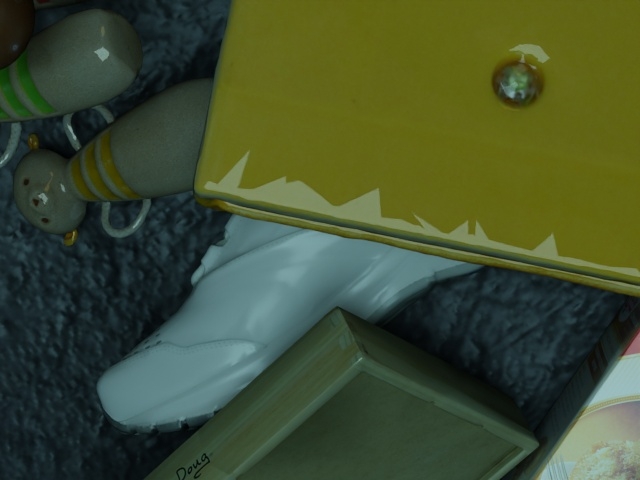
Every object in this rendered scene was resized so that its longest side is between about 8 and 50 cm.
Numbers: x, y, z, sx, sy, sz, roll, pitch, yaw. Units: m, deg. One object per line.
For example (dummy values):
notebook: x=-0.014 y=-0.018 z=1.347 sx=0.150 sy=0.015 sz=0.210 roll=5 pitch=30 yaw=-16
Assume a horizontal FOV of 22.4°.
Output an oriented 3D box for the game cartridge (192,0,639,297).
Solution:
game cartridge: x=0.108 y=-0.147 z=0.793 sx=0.285 sy=0.053 sz=0.324 roll=12 pitch=81 yaw=1

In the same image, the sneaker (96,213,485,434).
sneaker: x=0.000 y=0.000 z=0.866 sx=0.297 sy=0.111 sz=0.129 roll=-34 pitch=86 yaw=4

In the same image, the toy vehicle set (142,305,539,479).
toy vehicle set: x=-0.030 y=0.157 z=0.862 sx=0.267 sy=0.035 sz=0.166 roll=-43 pitch=138 yaw=15

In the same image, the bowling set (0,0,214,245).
bowling set: x=-0.171 y=-0.123 z=0.787 sx=0.154 sy=0.200 sz=0.287 roll=-19 pitch=95 yaw=28

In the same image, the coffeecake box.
coffeecake box: x=0.184 y=0.141 z=0.888 sx=0.142 sy=0.068 sz=0.185 roll=32 pitch=102 yaw=-2
